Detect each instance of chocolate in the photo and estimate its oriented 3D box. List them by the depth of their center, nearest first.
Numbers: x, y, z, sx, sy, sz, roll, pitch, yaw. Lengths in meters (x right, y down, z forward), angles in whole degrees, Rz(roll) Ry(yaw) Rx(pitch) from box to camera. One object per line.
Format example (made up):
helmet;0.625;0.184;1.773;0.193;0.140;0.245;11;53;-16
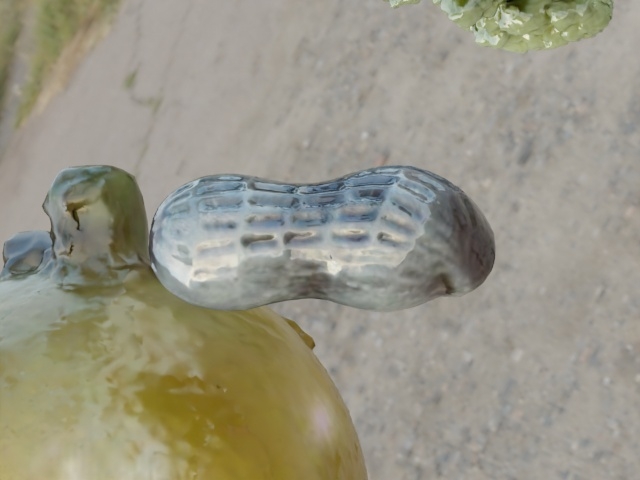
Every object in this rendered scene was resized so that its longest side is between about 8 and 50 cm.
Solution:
chocolate;0.000;0.000;0.676;0.072;0.167;0.072;-2;-90;-85

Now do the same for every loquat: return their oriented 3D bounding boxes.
loquat;-0.130;0.134;0.833;0.328;0.328;0.360;-161;71;-66

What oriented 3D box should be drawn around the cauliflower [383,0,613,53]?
cauliflower;0.148;-0.264;1.119;0.281;0.327;0.260;48;148;41
